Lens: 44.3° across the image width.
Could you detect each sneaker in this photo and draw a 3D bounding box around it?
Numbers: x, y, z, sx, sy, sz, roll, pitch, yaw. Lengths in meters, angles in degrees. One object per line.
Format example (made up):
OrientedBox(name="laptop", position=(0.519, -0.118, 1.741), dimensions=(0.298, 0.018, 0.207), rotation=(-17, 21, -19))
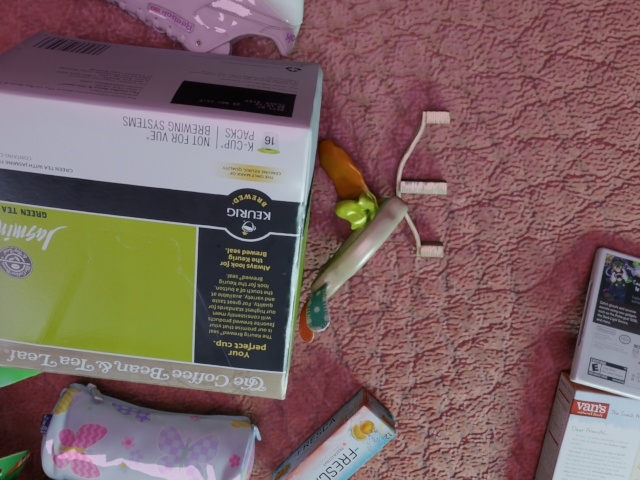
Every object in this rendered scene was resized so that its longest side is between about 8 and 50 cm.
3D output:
OrientedBox(name="sneaker", position=(-0.167, -0.270, 0.891), dimensions=(0.304, 0.114, 0.152), rotation=(3, 103, 0))

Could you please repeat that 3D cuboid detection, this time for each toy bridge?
OrientedBox(name="toy bridge", position=(0.126, -0.067, 0.979), dimensions=(0.063, 0.026, 0.188), rotation=(2, 104, 3))

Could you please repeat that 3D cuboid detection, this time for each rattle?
OrientedBox(name="rattle", position=(0.000, 0.000, 0.934), dimensions=(0.200, 0.130, 0.143), rotation=(-47, 109, -4))

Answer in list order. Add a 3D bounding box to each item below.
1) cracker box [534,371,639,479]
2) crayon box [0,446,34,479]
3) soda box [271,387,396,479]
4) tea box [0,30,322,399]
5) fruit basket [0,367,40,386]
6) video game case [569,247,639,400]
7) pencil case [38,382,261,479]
OrientedBox(name="cracker box", position=(0.376, 0.300, 1.041), dimensions=(0.155, 0.067, 0.233), rotation=(9, 104, -3))
OrientedBox(name="crayon box", position=(-0.422, 0.413, 0.908), dimensions=(0.081, 0.202, 0.319), rotation=(24, 90, 11))
OrientedBox(name="soda box", position=(0.016, 0.285, 1.050), dimensions=(0.063, 0.058, 0.183), rotation=(44, 101, -9))
OrientedBox(name="tea box", position=(-0.177, -0.030, 0.864), dimensions=(0.328, 0.220, 0.324), rotation=(7, 117, -1))
OrientedBox(name="fruit basket", position=(-0.523, 0.209, 0.926), dimensions=(0.391, 0.283, 0.393), rotation=(0, 89, 4))
OrientedBox(name="video game case", position=(0.421, 0.116, 0.987), dimensions=(0.190, 0.022, 0.173), rotation=(16, 80, -2))
OrientedBox(name="pencil case", position=(-0.220, 0.271, 1.025), dimensions=(0.272, 0.113, 0.124), rotation=(12, 60, -1))
